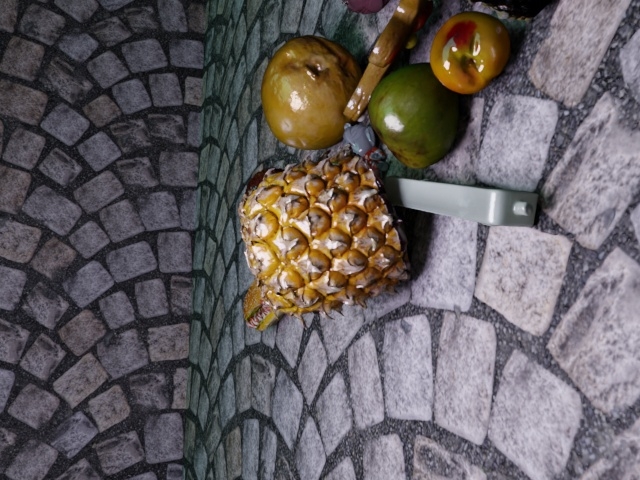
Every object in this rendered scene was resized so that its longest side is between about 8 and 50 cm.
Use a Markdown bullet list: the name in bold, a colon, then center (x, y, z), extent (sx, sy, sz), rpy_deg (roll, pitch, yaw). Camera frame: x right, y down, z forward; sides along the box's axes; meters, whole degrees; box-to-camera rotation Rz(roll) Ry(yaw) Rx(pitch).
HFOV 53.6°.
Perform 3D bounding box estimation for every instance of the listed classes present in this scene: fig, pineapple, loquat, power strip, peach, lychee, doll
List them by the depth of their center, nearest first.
- **peach**: center (0.254, -0.326, 1.085), extent (0.138, 0.138, 0.138), rpy_deg (-174, 90, -67)
- **power strip**: center (0.235, -0.072, 1.113), extent (0.385, 0.091, 0.063), rpy_deg (-158, 73, -66)
- **fig**: center (0.181, -0.241, 1.189), extent (0.191, 0.181, 0.181), rpy_deg (-58, 25, -3)
- **pineapple**: center (-0.002, -0.003, 1.285), extent (0.352, 0.300, 0.353), rpy_deg (161, 90, -88)
- **doll**: center (0.101, -0.213, 1.485), extent (0.094, 0.079, 0.180), rpy_deg (-51, 50, 27)
- **loquat**: center (-0.031, -0.367, 1.603), extent (0.284, 0.275, 0.276), rpy_deg (158, 116, -67)
- **lychee**: center (-0.130, -0.133, 1.879), extent (0.188, 0.188, 0.188), rpy_deg (-174, 90, -67)

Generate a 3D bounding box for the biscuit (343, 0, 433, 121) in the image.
- **biscuit**: center (0.166, -0.412, 1.232), extent (0.283, 0.064, 0.432), rpy_deg (-61, 2, -33)

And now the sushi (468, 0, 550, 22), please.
- **sushi**: center (0.283, -0.470, 0.946), extent (0.204, 0.213, 0.200), rpy_deg (119, 153, -52)

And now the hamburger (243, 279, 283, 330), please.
- **hamburger**: center (-0.168, 0.180, 1.941), extent (0.210, 0.116, 0.173), rpy_deg (128, 144, -50)

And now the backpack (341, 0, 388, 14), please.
- **backpack**: center (0.110, -0.672, 1.411), extent (0.283, 0.197, 0.318), rpy_deg (-86, 7, -68)
